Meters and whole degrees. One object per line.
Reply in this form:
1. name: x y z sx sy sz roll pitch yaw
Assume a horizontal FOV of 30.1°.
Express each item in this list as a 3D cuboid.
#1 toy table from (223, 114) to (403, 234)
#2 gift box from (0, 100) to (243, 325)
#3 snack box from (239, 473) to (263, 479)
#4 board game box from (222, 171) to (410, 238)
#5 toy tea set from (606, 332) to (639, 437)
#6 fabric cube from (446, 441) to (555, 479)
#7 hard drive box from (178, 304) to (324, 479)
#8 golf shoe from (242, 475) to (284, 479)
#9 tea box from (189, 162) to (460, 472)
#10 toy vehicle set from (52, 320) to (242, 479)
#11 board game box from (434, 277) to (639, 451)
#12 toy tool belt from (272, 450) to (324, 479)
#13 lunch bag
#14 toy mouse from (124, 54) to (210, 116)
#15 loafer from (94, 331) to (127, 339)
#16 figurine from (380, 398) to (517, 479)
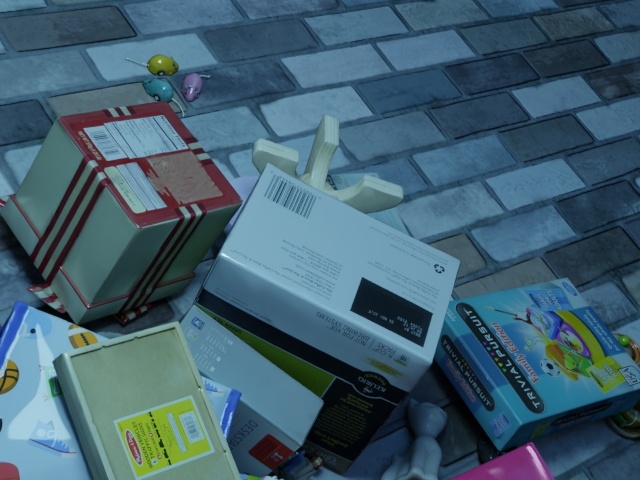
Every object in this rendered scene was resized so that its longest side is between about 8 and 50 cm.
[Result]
1. toy table: -0.017 -0.065 1.914 0.274 0.161 0.252 8 48 -24
2. gift box: -0.323 -0.040 1.780 0.276 0.258 0.255 -12 59 -45
3. snack box: -0.079 0.420 1.646 0.207 0.070 0.174 15 46 -18
4. board game box: 0.000 0.000 2.049 0.303 0.097 0.224 -3 53 -33
5. toy tea set: 0.631 0.292 2.122 0.336 0.124 0.200 38 44 6
6. fabric cube: 0.211 0.467 1.582 0.258 0.259 0.254 -22 62 -13
7. hard drive box: -0.142 0.228 1.682 0.232 0.181 0.089 36 45 -5
8. golf shoe: -0.031 0.362 1.595 0.306 0.115 0.140 -10 55 -36
9. tea box: -0.021 0.121 1.761 0.329 0.323 0.220 28 44 -5
10. toy vehicle set: -0.196 0.240 1.415 0.166 0.035 0.266 -13 74 -39
11. board game box: 0.365 0.200 2.016 0.336 0.079 0.254 -8 51 -38
12. toy tool belt: -0.035 0.334 1.762 0.051 0.052 0.083 48 44 4
13. lunch bag: -0.317 0.328 1.468 0.328 0.239 0.385 22 52 -14
14. toy mouse: -0.269 -0.291 2.203 0.161 0.031 0.143 1 52 -29
15. loafer: -0.368 0.191 1.686 0.251 0.094 0.087 -6 68 -27
16. figurine: 0.213 0.352 1.872 0.215 0.092 0.209 28 36 -4
